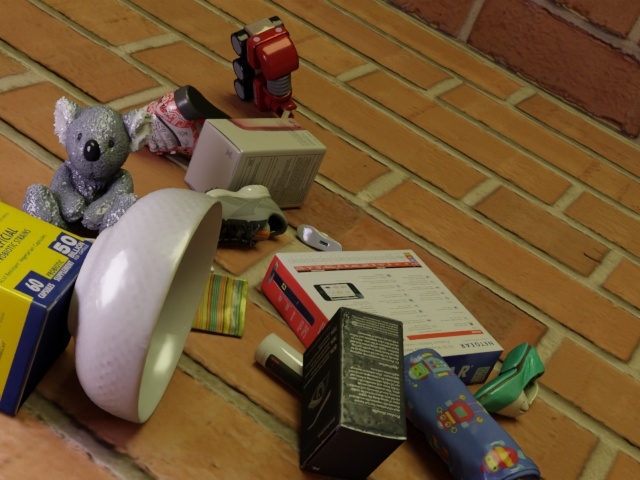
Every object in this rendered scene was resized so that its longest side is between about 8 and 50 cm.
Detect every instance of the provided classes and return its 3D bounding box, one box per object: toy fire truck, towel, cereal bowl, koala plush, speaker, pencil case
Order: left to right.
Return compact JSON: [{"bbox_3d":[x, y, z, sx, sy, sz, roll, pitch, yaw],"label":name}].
[{"bbox_3d":[-0.378,-0.124,1.937,0.196,0.221,0.203,6,5,0],"label":"koala plush"},{"bbox_3d":[-0.257,0.077,1.619,0.141,0.339,0.339,20,28,2],"label":"cereal bowl"},{"bbox_3d":[-0.227,0.090,1.881,0.237,0.021,0.102,13,65,-28],"label":"towel"},{"bbox_3d":[-0.106,-0.346,2.609,0.158,0.217,0.246,-26,57,-20],"label":"toy fire truck"},{"bbox_3d":[-0.040,0.207,1.855,0.136,0.055,0.055,36,30,20],"label":"speaker"},{"bbox_3d":[0.220,0.307,1.820,0.119,0.133,0.306,-28,48,-12],"label":"pencil case"}]

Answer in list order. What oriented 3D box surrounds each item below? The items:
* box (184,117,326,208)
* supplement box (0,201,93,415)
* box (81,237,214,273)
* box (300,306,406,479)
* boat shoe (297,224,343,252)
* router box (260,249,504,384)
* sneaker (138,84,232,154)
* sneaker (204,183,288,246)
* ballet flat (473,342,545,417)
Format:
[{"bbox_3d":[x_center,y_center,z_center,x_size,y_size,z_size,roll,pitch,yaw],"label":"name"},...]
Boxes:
[{"bbox_3d":[-0.128,-0.152,2.302,0.232,0.149,0.127,-6,39,-44],"label":"box"},{"bbox_3d":[-0.520,0.051,1.597,0.356,0.195,0.194,24,28,0],"label":"supplement box"},{"bbox_3d":[-0.335,0.042,1.897,0.324,0.067,0.063,5,34,-31],"label":"box"},{"bbox_3d":[0.047,0.229,1.722,0.108,0.153,0.207,15,52,-18],"label":"box"},{"bbox_3d":[0.000,0.000,2.272,0.100,0.035,0.035,25,0,9],"label":"boat shoe"},{"bbox_3d":[0.108,0.139,2.060,0.335,0.082,0.301,0,37,-38],"label":"router box"},{"bbox_3d":[-0.260,-0.209,2.356,0.270,0.145,0.090,43,32,-52],"label":"sneaker"},{"bbox_3d":[-0.159,-0.036,2.137,0.108,0.100,0.271,43,33,21],"label":"sneaker"},{"bbox_3d":[0.342,0.260,2.042,0.087,0.083,0.247,55,33,2],"label":"ballet flat"}]
